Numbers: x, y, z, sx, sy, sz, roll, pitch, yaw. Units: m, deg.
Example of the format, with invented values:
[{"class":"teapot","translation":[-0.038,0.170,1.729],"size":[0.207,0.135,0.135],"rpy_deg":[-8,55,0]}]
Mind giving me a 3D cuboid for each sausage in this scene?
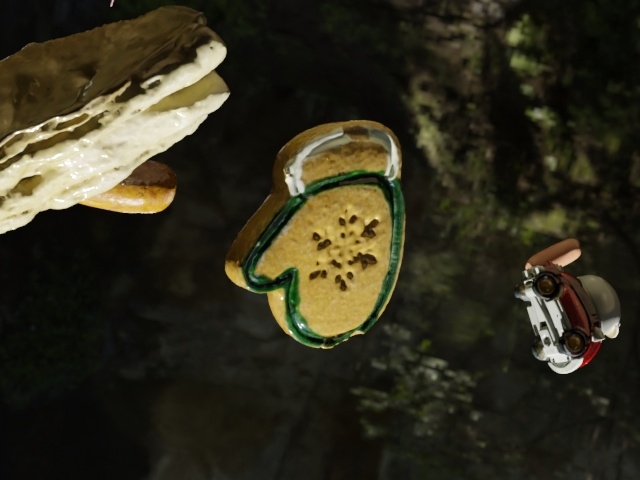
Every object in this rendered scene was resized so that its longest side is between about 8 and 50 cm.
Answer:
[{"class":"sausage","translation":[0.330,0.025,1.771],"size":[0.083,0.034,0.034],"rpy_deg":[-27,-155,-6]},{"class":"sausage","translation":[-0.370,-0.106,2.172],"size":[0.271,0.109,0.109],"rpy_deg":[11,-165,-36]}]

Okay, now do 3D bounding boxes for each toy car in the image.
[{"class":"toy car","translation":[0.320,0.086,1.570],"size":[0.112,0.139,0.112],"rpy_deg":[-19,177,-14]}]

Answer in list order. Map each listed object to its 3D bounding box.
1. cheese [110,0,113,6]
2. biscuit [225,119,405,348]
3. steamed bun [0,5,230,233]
[{"class":"cheese","translation":[-0.276,-0.453,1.783],"size":[0.062,0.244,0.155],"rpy_deg":[7,-148,-17]},{"class":"biscuit","translation":[0.001,0.001,1.772],"size":[0.287,0.343,0.057],"rpy_deg":[-12,-154,-32]},{"class":"steamed bun","translation":[-0.295,-0.110,1.345],"size":[0.428,0.189,0.247],"rpy_deg":[-28,-135,-1]}]
